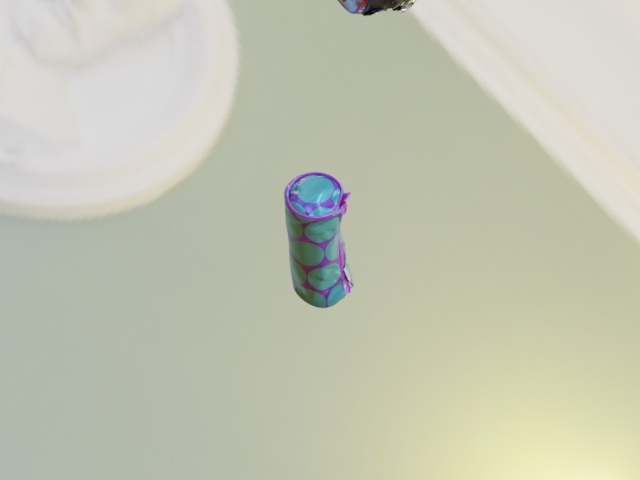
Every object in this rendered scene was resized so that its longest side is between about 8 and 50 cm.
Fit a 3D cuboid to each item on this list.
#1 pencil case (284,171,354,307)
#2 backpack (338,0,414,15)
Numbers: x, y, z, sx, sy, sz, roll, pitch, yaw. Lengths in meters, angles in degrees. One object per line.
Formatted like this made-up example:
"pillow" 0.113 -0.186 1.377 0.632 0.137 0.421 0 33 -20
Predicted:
"pencil case" 0.000 0.000 1.883 0.070 0.064 0.151 13 -38 16
"backpack" 0.081 -0.319 1.886 0.158 0.173 0.117 52 -50 14
